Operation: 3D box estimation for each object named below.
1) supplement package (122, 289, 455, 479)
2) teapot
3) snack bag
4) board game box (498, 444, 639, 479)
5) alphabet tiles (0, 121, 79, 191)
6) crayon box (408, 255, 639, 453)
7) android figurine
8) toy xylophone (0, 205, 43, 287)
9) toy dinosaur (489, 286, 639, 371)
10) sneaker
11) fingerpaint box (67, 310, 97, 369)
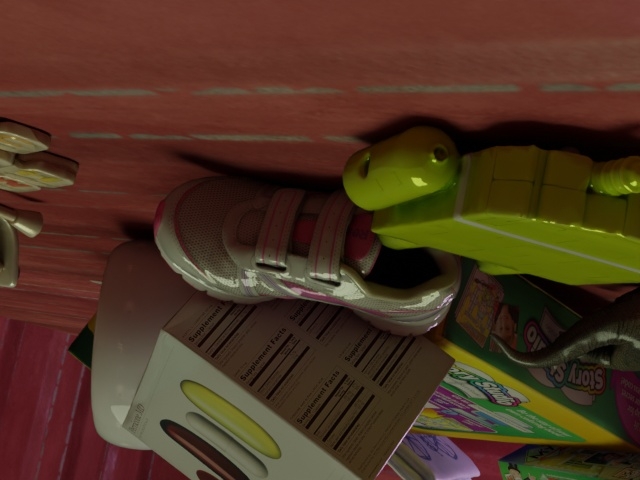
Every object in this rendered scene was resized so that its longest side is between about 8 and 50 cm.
[{"bbox_3d":[-0.033,0.132,1.024,0.203,0.149,0.194,36,143,6],"label":"supplement package"},{"bbox_3d":[-0.146,0.117,1.340,0.187,0.255,0.252,4,160,-2],"label":"teapot"},{"bbox_3d":[0.054,0.203,1.564,0.342,0.037,0.323,43,-174,18],"label":"snack bag"},{"bbox_3d":[0.385,0.211,1.332,0.317,0.046,0.213,-22,-172,-29],"label":"board game box"},{"bbox_3d":[-0.352,-0.089,0.989,0.284,0.021,0.278,18,167,-35],"label":"alphabet tiles"},{"bbox_3d":[0.113,0.113,1.222,0.313,0.106,0.363,-4,155,42],"label":"crayon box"},{"bbox_3d":[0.144,-0.015,0.763,0.248,0.056,0.273,15,170,-19],"label":"android figurine"},{"bbox_3d":[-0.443,-0.024,1.249,0.236,0.081,0.323,4,168,46],"label":"toy xylophone"},{"bbox_3d":[0.304,0.081,1.054,0.314,0.121,0.160,19,156,-16],"label":"toy dinosaur"},{"bbox_3d":[0.000,0.000,0.918,0.252,0.102,0.111,11,162,-12],"label":"sneaker"},{"bbox_3d":[-0.103,0.228,1.710,0.371,0.163,0.445,37,176,15],"label":"fingerpaint box"}]
